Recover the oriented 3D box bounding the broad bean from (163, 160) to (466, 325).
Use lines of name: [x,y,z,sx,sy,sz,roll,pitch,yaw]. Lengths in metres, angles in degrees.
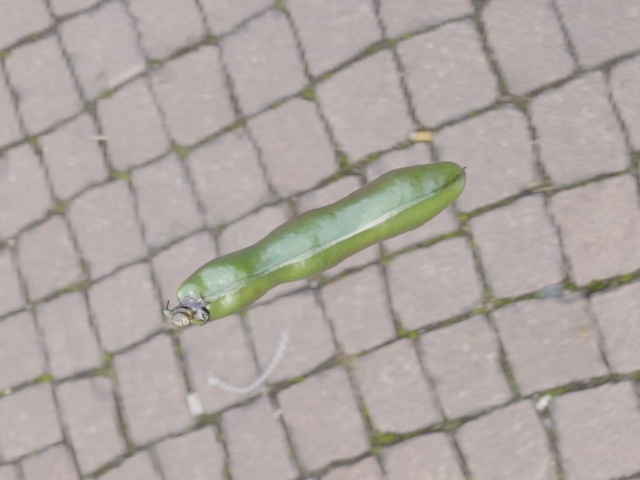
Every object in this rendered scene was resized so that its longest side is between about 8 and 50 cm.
broad bean: [-0.002,0.000,1.115,0.046,0.254,0.065,66,162,-7]
